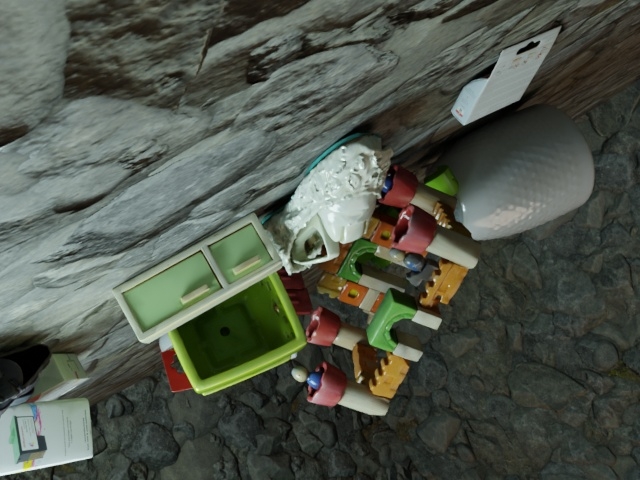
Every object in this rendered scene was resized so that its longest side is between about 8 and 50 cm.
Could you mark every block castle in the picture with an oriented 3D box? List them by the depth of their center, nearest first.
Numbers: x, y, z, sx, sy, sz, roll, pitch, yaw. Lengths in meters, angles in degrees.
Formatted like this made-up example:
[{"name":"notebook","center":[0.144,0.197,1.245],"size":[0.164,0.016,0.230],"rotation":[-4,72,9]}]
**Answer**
[{"name":"block castle","center":[0.107,0.092,1.553],"size":[0.303,0.213,0.453],"rotation":[-95,-152,-64]}]

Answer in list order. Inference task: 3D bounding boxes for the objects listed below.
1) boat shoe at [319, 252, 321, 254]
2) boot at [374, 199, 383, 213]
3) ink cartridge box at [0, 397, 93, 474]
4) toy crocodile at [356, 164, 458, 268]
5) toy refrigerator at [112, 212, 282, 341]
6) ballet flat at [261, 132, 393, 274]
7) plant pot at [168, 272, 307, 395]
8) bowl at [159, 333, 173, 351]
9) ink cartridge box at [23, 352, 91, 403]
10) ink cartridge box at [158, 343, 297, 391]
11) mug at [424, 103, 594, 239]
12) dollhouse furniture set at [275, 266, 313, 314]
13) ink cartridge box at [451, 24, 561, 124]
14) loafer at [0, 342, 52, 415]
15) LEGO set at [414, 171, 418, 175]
[{"name":"boat shoe","center":[0.076,0.009,2.300],"size":[0.226,0.083,0.076],"rotation":[-26,174,-29]},{"name":"boot","center":[0.114,-0.061,1.853],"size":[0.207,0.090,0.248],"rotation":[-30,169,15]},{"name":"ink cartridge box","center":[-0.572,0.352,1.349],"size":[0.201,0.117,0.278],"rotation":[-14,167,23]},{"name":"toy crocodile","center":[0.158,-0.045,1.715],"size":[0.340,0.115,0.105],"rotation":[-41,-159,19]},{"name":"toy refrigerator","center":[-0.206,0.064,1.317],"size":[0.270,0.102,0.094],"rotation":[-29,174,-9]},{"name":"ballet flat","center":[0.018,-0.042,1.307],"size":[0.147,0.147,0.409],"rotation":[-27,173,-29]},{"name":"plant pot","center":[-0.177,0.164,1.493],"size":[0.227,0.228,0.207],"rotation":[-22,164,-14]},{"name":"bowl","center":[-0.397,0.262,2.255],"size":[0.142,0.053,0.142],"rotation":[-32,174,25]},{"name":"ink cartridge box","center":[-0.566,0.291,1.613],"size":[0.115,0.067,0.198],"rotation":[-29,172,-5]},{"name":"ink cartridge box","center":[-0.296,0.304,2.373],"size":[0.385,0.091,0.308],"rotation":[-14,-155,-14]},{"name":"mug","center":[0.408,-0.155,1.876],"size":[0.328,0.276,0.374],"rotation":[-23,-157,-18]},{"name":"dollhouse furniture set","center":[-0.218,0.168,2.098],"size":[0.201,0.152,0.374],"rotation":[-34,156,32]},{"name":"ink cartridge box","center":[0.309,-0.286,1.299],"size":[0.145,0.045,0.179],"rotation":[-27,155,-26]},{"name":"loafer","center":[-0.501,0.209,1.202],"size":[0.095,0.109,0.302],"rotation":[-49,-179,-4]},{"name":"LEGO set","center":[0.181,-0.055,1.928],"size":[0.182,0.060,0.244],"rotation":[-53,180,33]}]
